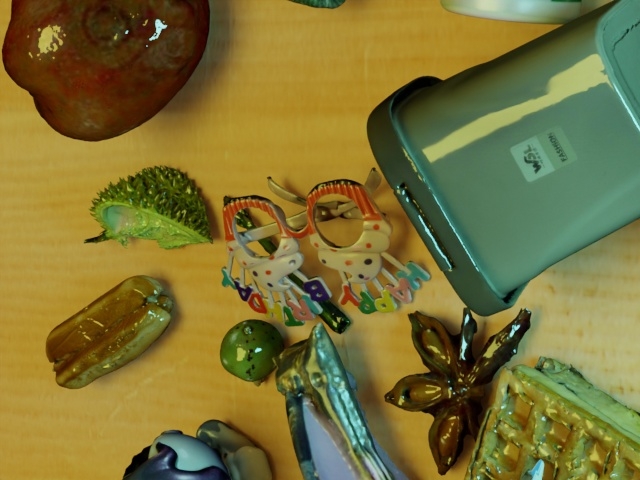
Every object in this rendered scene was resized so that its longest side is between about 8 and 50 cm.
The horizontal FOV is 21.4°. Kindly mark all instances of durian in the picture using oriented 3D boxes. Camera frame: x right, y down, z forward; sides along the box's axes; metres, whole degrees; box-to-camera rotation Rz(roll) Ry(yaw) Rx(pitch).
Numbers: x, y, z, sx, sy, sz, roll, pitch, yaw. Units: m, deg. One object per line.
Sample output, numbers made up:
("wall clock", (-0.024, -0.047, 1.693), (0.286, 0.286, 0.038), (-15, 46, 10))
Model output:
("durian", (-0.214, -0.032, 2.007), (0.215, 0.086, 0.100), (2, 110, 42))

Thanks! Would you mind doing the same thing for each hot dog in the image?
("hot dog", (-0.264, 0.116, 2.080), (0.235, 0.062, 0.092), (-29, 75, 40))

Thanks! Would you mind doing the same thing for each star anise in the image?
("star anise", (0.127, 0.137, 1.711), (0.157, 0.053, 0.212), (29, 116, 38))

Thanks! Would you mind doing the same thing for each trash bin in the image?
("trash bin", (0.203, -0.083, 1.499), (0.250, 0.219, 0.220), (-27, 99, 35))

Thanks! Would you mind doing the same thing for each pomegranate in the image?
("pomegranate", (-0.073, 0.124, 1.901), (0.073, 0.084, 0.073), (-6, 73, 21))

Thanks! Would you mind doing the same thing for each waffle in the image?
("waffle", (0.269, 0.265, 1.562), (0.308, 0.091, 0.213), (31, 115, 37))

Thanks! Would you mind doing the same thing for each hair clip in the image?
("hair clip", (0.047, 0.244, 1.753), (0.095, 0.110, 0.359), (-39, 65, 25))

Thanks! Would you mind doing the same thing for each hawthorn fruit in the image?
("hawthorn fruit", (-0.227, -0.234, 1.905), (0.260, 0.224, 0.224), (-20, 81, 28))

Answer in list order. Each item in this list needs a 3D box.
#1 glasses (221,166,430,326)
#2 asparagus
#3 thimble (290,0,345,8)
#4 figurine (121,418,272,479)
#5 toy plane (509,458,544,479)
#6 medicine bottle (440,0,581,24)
("glasses", (-0.001, 0.008, 1.811), (0.255, 0.095, 0.162), (-7, 108, 34))
("asparagus", (-0.043, 0.022, 1.884), (0.022, 0.023, 0.233), (-38, 60, -9))
("thimble", (-0.011, -0.310, 1.742), (0.090, 0.118, 0.135), (20, 109, 40))
("figurine", (-0.143, 0.281, 1.878), (0.145, 0.222, 0.145), (6, 100, 38))
("toy plane", (0.218, 0.309, 1.516), (0.226, 0.058, 0.226), (-42, 65, 56))
("medicine bottle", (0.187, -0.339, 1.539), (0.133, 0.133, 0.274), (16, 105, 42))
